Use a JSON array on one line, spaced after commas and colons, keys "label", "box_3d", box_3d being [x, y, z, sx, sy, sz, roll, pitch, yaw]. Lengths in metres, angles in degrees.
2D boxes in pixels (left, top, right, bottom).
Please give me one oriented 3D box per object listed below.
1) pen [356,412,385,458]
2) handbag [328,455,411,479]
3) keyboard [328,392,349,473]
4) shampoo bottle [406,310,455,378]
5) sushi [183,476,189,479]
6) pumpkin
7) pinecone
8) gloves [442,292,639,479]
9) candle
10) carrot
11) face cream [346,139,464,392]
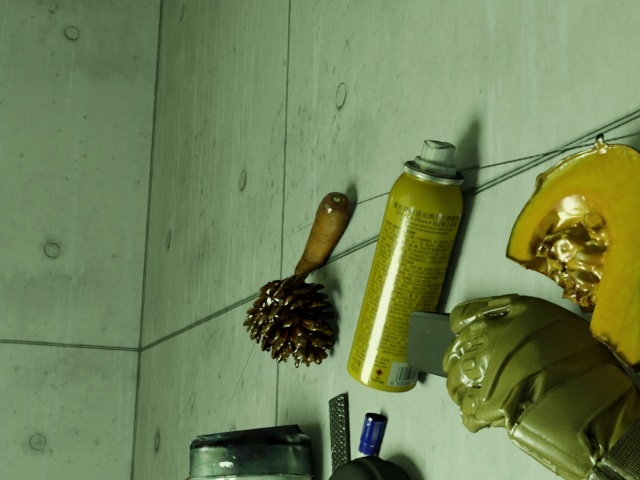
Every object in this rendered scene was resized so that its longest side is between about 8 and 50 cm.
[{"label": "pen", "box_3d": [0.058, 0.390, 1.585, 0.033, 0.033, 0.269, -136, 55, -64]}, {"label": "handbag", "box_3d": [0.071, 0.460, 1.446, 0.254, 0.093, 0.308, 129, 141, -58]}, {"label": "keyboard", "box_3d": [0.032, 0.356, 1.684, 0.061, 0.013, 0.204, 137, 135, -61]}, {"label": "shampoo bottle", "box_3d": [0.190, 0.132, 1.245, 0.246, 0.080, 0.079, 179, 95, -69]}, {"label": "sushi", "box_3d": [-0.199, 0.555, 1.939, 0.171, 0.237, 0.270, 176, 96, -77]}, {"label": "pumpkin", "box_3d": [0.305, 0.011, 0.981, 0.163, 0.111, 0.278, -61, 25, 14]}, {"label": "pinecone", "box_3d": [-0.047, 0.141, 1.774, 0.173, 0.174, 0.173, -174, 90, -69]}, {"label": "gloves", "box_3d": [0.222, 0.145, 1.001, 0.154, 0.141, 0.331, -43, 43, -7]}, {"label": "candle", "box_3d": [-0.114, 0.488, 1.753, 0.221, 0.221, 0.342, 144, 126, -63]}, {"label": "carrot", "box_3d": [0.000, 0.000, 1.818, 0.248, 0.059, 0.059, 116, 152, -49]}, {"label": "face cream", "box_3d": [0.123, 0.032, 1.415, 0.105, 0.105, 0.348, -131, 50, -63]}]
